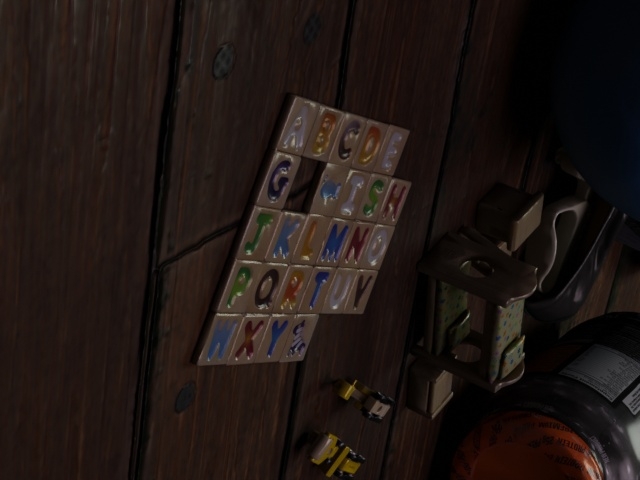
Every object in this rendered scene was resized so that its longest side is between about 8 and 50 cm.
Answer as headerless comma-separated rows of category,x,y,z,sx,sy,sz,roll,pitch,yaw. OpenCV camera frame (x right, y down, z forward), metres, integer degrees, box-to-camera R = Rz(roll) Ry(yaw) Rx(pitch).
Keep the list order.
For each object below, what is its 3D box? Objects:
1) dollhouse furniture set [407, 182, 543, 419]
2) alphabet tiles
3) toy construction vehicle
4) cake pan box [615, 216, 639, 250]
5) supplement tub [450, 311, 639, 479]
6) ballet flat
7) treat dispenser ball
dollhouse furniture set,0.170,0.069,1.338,0.161,0.101,0.182,-42,145,-40
alphabet tiles,0.000,0.000,1.065,0.237,0.009,0.198,7,105,-63
toy construction vehicle,0.019,0.160,1.213,0.086,0.035,0.098,-56,152,3
cake pan box,0.445,-0.031,1.593,0.070,0.267,0.246,-54,150,-15
supplement tub,0.291,0.218,1.573,0.338,0.207,0.207,-25,132,-54
ballet flat,0.275,-0.043,1.464,0.096,0.095,0.280,9,104,-52
treat dispenser ball,0.354,-0.148,1.297,0.288,0.288,0.288,-43,146,-39
